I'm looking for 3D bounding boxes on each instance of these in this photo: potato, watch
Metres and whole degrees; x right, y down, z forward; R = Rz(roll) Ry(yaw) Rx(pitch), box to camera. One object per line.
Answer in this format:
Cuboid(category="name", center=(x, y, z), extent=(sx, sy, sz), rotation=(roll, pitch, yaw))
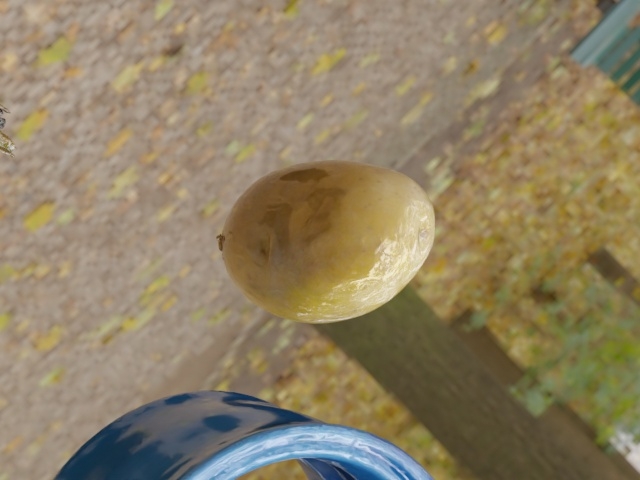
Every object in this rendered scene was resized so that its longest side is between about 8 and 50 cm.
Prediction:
Cuboid(category="potato", center=(0.000, 0.000, 1.330), extent=(0.146, 0.150, 0.234), rotation=(12, 171, -29))
Cuboid(category="watch", center=(-0.068, 0.242, 0.844), extent=(0.305, 0.274, 0.241), rotation=(-32, -159, -28))

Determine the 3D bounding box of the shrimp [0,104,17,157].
Cuboid(category="shrimp", center=(-0.359, -0.102, 1.258), extent=(0.217, 0.051, 0.115), rotation=(12, 129, -31))
